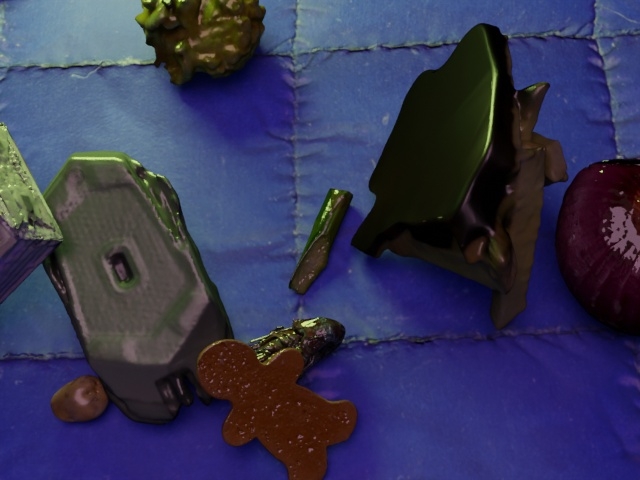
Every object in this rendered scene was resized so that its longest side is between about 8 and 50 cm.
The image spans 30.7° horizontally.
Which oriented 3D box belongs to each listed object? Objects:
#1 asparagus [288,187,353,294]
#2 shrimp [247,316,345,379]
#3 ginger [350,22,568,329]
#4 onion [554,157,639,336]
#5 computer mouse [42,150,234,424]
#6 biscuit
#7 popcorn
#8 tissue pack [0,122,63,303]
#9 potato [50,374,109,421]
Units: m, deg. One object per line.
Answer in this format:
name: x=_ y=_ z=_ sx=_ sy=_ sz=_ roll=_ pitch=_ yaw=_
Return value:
asparagus: x=0.000 y=0.000 z=1.806 sx=0.045 sy=0.041 sz=0.178 roll=17 pitch=71 yaw=19
shrimp: x=-0.069 y=0.178 z=1.721 sx=0.233 sy=0.079 sz=0.090 roll=-24 pitch=64 yaw=0
ginger: x=0.233 y=-0.084 z=1.733 sx=0.211 sy=0.358 sz=0.413 roll=25 pitch=60 yaw=-24
onion: x=0.464 y=0.023 z=1.666 sx=0.256 sy=0.272 sz=0.230 roll=-8 pitch=67 yaw=40
computer mouse: x=-0.275 y=0.063 z=1.748 sx=0.228 sy=0.145 sz=0.429 roll=-25 pitch=79 yaw=1
biscuit: x=-0.071 y=0.232 z=1.670 sx=0.250 sy=0.036 sz=0.165 roll=37 pitch=82 yaw=-9
popcorn: x=-0.198 y=-0.360 z=1.895 sx=0.189 sy=0.169 sz=0.218 roll=-36 pitch=64 yaw=-12
tissue pack: x=-0.555 y=0.006 z=1.722 sx=0.343 sy=0.125 sz=0.242 roll=-42 pitch=66 yaw=21
potato: x=-0.357 y=0.237 z=1.730 sx=0.083 sy=0.062 sz=0.068 roll=-27 pitch=50 yaw=16
